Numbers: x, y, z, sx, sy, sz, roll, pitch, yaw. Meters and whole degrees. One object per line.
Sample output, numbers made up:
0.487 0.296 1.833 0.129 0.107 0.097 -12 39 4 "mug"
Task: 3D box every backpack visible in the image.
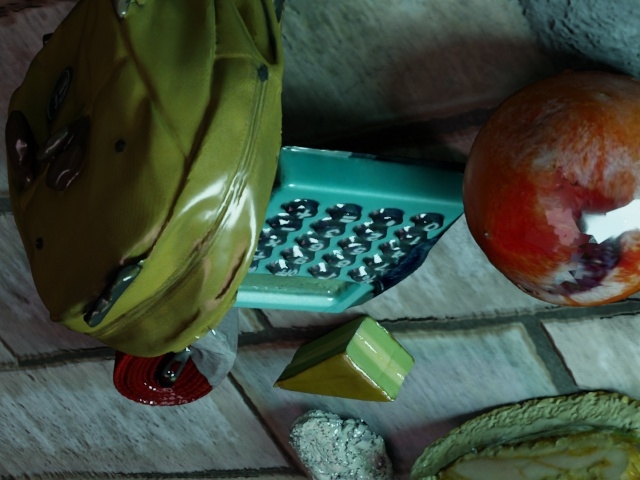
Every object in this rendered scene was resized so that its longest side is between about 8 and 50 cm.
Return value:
-0.163 -0.090 1.414 0.201 0.378 0.353 13 135 -31 "backpack"

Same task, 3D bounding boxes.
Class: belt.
-0.169 0.100 1.803 0.128 0.124 0.201 12 147 -19 "belt"

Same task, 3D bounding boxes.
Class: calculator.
0.000 0.000 1.551 0.248 0.058 0.274 5 150 -34 "calculator"

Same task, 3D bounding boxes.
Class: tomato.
0.228 -0.042 1.368 0.208 0.184 0.208 17 141 15 "tomato"

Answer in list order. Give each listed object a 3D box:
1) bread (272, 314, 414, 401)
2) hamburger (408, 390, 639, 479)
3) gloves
0.025 0.152 1.780 0.084 0.074 0.139 45 137 -15 "bread"
0.275 0.296 1.723 0.330 0.162 0.209 -12 128 36 "hamburger"
0.029 0.267 1.903 0.114 0.070 0.153 -7 127 36 "gloves"
